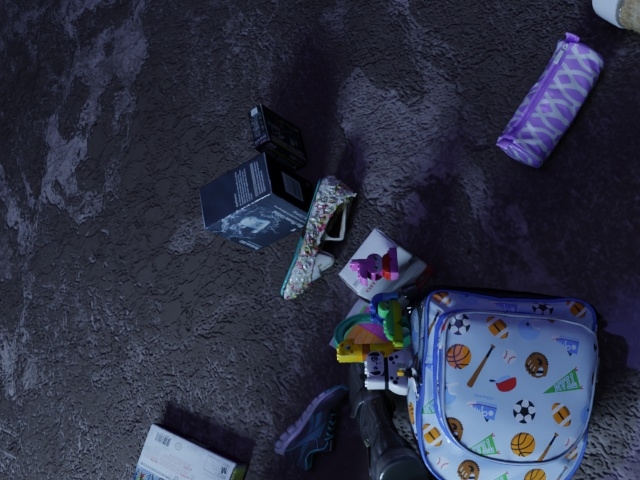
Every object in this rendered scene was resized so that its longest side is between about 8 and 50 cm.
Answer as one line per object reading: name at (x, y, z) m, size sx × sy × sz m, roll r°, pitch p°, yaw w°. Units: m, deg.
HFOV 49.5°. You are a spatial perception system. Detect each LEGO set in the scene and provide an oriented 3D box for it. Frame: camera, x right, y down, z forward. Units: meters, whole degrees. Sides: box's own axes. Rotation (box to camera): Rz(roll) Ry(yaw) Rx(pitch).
LEGO set at (0.068, 0.127, 0.989) m, size 0.093 × 0.087 × 0.227 m, roll -2°, pitch 51°, yaw 3°

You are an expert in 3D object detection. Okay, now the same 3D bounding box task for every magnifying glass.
magnifying glass at (0.134, 0.135, 1.055) m, size 0.230 × 0.026 × 0.092 m, roll -8°, pitch 35°, yaw -6°

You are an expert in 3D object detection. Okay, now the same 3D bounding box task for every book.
book at (0.096, 0.168, 1.144) m, size 0.144 × 0.035 × 0.096 m, roll 29°, pitch 87°, yaw 38°

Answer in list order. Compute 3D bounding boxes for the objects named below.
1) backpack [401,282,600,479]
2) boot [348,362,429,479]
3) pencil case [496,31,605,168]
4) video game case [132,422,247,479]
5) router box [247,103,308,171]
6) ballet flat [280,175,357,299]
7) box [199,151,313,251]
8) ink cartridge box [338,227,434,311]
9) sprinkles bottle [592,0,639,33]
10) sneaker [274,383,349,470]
backpack at (0.235, 0.198, 0.907) m, size 0.276 × 0.213 × 0.264 m, roll 5°, pitch 92°, yaw 7°
boot at (0.097, 0.322, 1.029) m, size 0.091 × 0.263 × 0.229 m, roll -9°, pitch 29°, yaw -9°
pencil case at (0.356, -0.214, 1.075) m, size 0.086 × 0.088 × 0.206 m, roll 31°, pitch 92°, yaw 40°
video game case at (-0.256, 0.469, 1.263) m, size 0.232 × 0.042 × 0.210 m, roll 10°, pitch 78°, yaw 37°
router box at (-0.082, -0.198, 1.349) m, size 0.038 × 0.122 × 0.092 m, roll -31°, pitch 57°, yaw 26°
ballet flat at (0.000, 0.000, 1.248) m, size 0.077 × 0.091 × 0.241 m, roll 19°, pitch 87°, yaw 8°
box at (-0.114, -0.067, 1.300) m, size 0.158 × 0.156 × 0.093 m, roll -26°, pitch 61°, yaw 25°
ink cartridge box at (0.108, 0.051, 1.113) m, size 0.099 × 0.135 × 0.056 m, roll -52°, pitch 50°, yaw 6°
sprinkles bottle at (0.549, -0.295, 0.952) m, size 0.121 × 0.121 × 0.355 m, roll -49°, pitch 53°, yaw 9°
sneaker at (0.001, 0.311, 1.146) m, size 0.076 × 0.065 × 0.166 m, roll 43°, pitch 102°, yaw 21°
